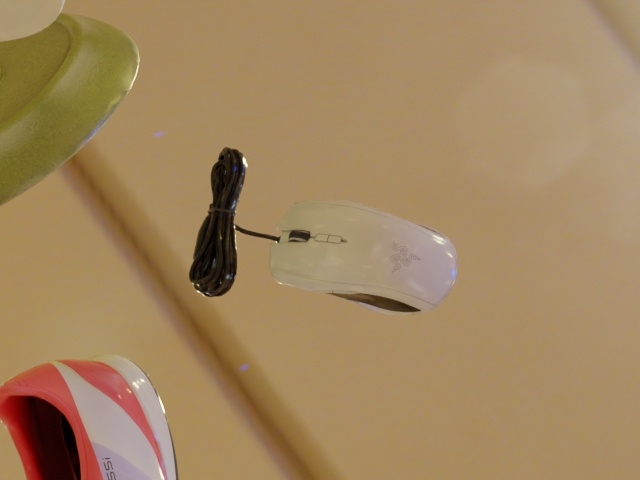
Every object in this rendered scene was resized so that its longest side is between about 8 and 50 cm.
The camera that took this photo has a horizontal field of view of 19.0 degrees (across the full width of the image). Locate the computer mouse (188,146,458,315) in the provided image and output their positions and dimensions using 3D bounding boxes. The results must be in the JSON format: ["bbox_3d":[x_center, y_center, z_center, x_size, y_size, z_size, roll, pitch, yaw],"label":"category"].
[{"bbox_3d":[0.000,0.000,1.302,0.193,0.042,0.106,11,-108,22],"label":"computer mouse"}]

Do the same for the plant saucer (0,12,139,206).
[{"bbox_3d":[-0.239,-0.088,1.312,0.241,0.241,0.037,-18,-57,20],"label":"plant saucer"}]

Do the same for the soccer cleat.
[{"bbox_3d":[-0.127,0.225,1.271,0.108,0.116,0.318,-36,-111,33],"label":"soccer cleat"}]

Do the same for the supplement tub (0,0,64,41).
[{"bbox_3d":[-0.188,-0.286,0.995,0.228,0.228,0.316,6,-111,17],"label":"supplement tub"}]
